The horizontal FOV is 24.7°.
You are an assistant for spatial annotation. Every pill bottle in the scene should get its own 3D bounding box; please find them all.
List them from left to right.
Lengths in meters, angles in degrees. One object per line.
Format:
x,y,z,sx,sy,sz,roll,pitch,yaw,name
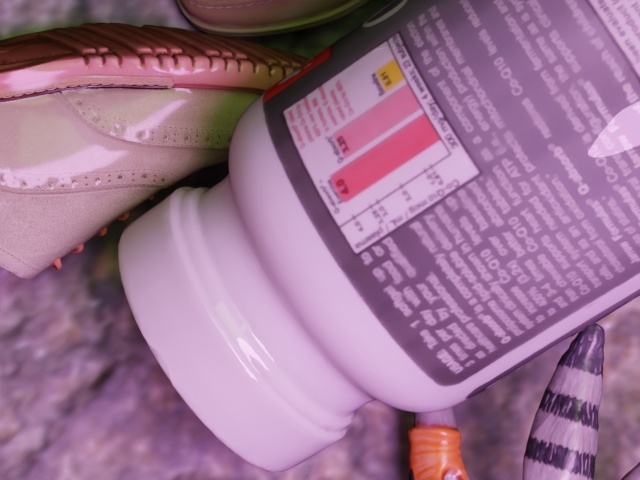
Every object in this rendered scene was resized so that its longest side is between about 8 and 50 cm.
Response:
0.081,-0.034,0.810,0.363,0.210,0.210,-33,87,13,pill bottle

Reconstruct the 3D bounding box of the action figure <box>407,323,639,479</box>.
0.066,0.207,0.862,0.341,0.178,0.330,22,62,-12,action figure

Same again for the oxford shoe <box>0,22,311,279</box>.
-0.154,-0.056,0.901,0.397,0.140,0.146,-3,105,-21,oxford shoe

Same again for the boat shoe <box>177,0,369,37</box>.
0.030,-0.216,0.920,0.302,0.098,0.109,-16,77,19,boat shoe
